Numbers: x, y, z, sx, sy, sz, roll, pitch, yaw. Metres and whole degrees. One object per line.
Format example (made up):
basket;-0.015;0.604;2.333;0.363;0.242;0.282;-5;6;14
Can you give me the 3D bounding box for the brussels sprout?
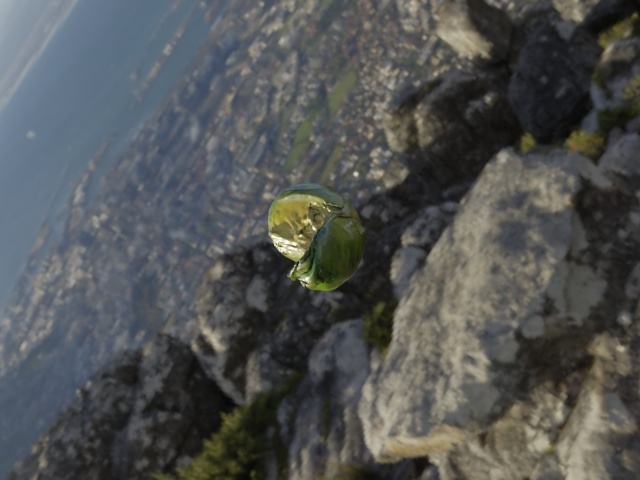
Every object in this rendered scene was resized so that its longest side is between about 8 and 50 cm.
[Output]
brussels sprout;0.001;0.000;0.511;0.083;0.051;0.046;-117;19;-59
